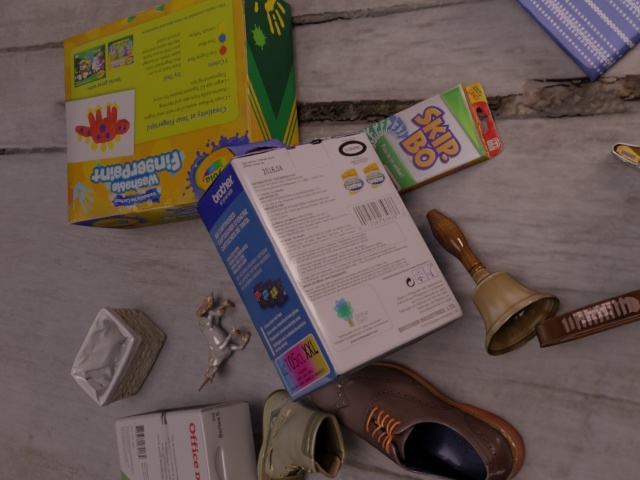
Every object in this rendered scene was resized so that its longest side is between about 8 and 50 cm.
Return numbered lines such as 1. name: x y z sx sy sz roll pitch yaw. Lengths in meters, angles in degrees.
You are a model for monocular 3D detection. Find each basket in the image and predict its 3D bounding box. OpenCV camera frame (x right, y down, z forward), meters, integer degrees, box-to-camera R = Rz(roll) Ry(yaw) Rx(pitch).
1. basket: -0.398 0.226 1.469 0.113 0.103 0.167 37 107 27

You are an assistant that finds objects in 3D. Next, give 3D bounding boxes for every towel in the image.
1. towel: 0.431 -0.427 1.030 0.336 0.040 0.243 -44 76 23

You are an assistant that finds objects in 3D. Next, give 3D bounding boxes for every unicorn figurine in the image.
1. unicorn figurine: -0.190 0.186 1.378 0.111 0.060 0.162 -41 52 24

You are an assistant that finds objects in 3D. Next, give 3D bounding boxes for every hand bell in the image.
1. hand bell: 0.230 0.040 1.113 0.126 0.126 0.242 -49 54 20

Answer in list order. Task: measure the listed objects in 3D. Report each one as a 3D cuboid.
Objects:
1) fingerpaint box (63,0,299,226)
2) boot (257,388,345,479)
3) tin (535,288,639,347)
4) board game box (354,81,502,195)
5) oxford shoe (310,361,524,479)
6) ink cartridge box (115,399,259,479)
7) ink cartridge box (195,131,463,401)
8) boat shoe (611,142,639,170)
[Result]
1. fingerpaint box: -0.263 -0.228 1.374 0.444 0.163 0.371 -8 83 31
2. boot: -0.031 0.368 1.220 0.165 0.077 0.213 8 98 54
3. tin: 0.384 0.103 1.003 0.189 0.106 0.040 -24 68 27
4. board game box: 0.154 -0.151 1.195 0.259 0.039 0.124 -22 78 26
5. oxford shoe: 0.121 0.273 1.135 0.363 0.132 0.130 13 95 31
6. ink cartridge box: -0.241 0.402 1.331 0.272 0.114 0.199 -17 79 42
7. ink cartridge box: 0.000 0.000 1.109 0.151 0.270 0.396 -39 73 49
8. boat shoe: 0.447 -0.111 1.013 0.100 0.035 0.035 30 103 29
